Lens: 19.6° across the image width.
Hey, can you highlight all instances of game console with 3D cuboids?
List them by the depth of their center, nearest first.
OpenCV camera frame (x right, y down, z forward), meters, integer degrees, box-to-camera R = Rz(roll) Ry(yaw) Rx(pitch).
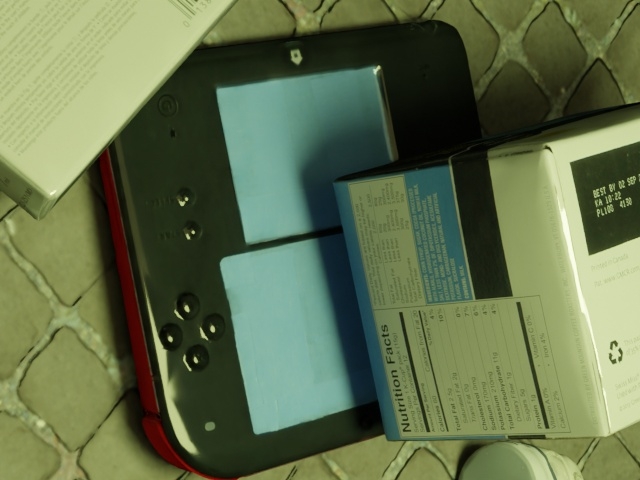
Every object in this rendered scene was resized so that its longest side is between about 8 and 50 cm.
[{"bbox_3d":[0.000,0.000,1.543,0.386,0.060,0.342,-12,96,-38],"label":"game console"}]

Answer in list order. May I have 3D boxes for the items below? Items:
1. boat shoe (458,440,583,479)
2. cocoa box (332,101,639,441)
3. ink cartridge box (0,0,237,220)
[{"bbox_3d":[0.218,0.363,1.644,0.156,0.136,0.367,11,63,-45],"label":"boat shoe"},{"bbox_3d":[0.219,0.014,1.533,0.347,0.228,0.231,-17,96,-46],"label":"cocoa box"},{"bbox_3d":[-0.213,-0.191,1.386,0.239,0.060,0.275,40,64,-3],"label":"ink cartridge box"}]
